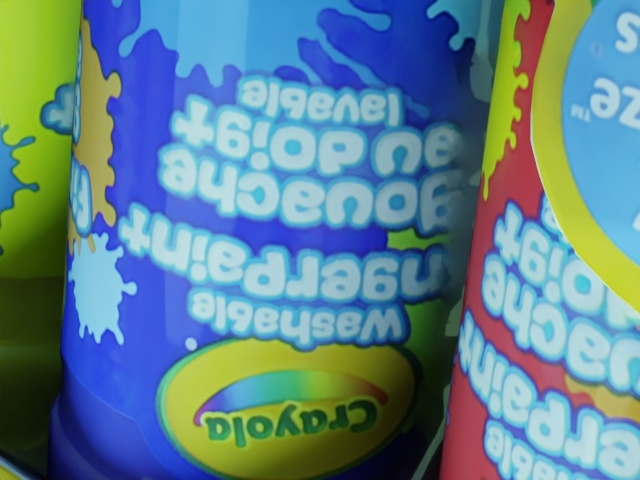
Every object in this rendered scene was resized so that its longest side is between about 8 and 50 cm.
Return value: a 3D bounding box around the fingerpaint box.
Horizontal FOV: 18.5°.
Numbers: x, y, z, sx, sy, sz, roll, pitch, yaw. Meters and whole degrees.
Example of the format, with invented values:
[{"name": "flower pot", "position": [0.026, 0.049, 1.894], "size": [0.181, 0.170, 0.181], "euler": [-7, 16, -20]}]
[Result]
[{"name": "fingerpaint box", "position": [0.000, 0.000, 0.559], "size": [0.445, 0.163, 0.371], "euler": [25, 118, 40]}]
